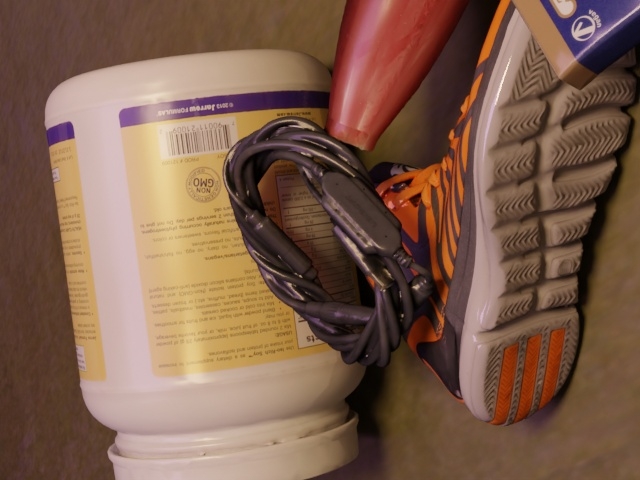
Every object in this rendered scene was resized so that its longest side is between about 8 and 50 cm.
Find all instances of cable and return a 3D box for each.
[{"bbox_3d":[0.000,0.000,0.851,0.184,0.047,0.151,45,147,21],"label":"cable"}]

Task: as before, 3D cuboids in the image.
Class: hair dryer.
[{"bbox_3d":[0.046,-0.195,0.882,0.223,0.080,0.294,-41,37,56],"label":"hair dryer"}]

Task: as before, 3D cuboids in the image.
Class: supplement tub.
[{"bbox_3d":[-0.089,0.025,1.023,0.241,0.241,0.331,-5,93,58],"label":"supplement tub"}]

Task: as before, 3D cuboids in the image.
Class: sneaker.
[{"bbox_3d":[0.093,-0.047,0.829,0.180,0.124,0.321,37,127,47],"label":"sneaker"}]

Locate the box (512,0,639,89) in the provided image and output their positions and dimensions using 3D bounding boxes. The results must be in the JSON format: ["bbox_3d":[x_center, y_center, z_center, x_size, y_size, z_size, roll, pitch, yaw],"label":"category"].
[{"bbox_3d":[0.187,-0.200,0.642,0.225,0.036,0.136,-37,62,24],"label":"box"}]
